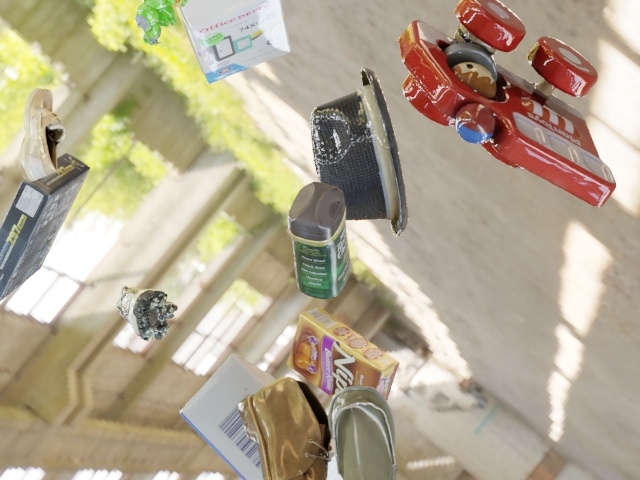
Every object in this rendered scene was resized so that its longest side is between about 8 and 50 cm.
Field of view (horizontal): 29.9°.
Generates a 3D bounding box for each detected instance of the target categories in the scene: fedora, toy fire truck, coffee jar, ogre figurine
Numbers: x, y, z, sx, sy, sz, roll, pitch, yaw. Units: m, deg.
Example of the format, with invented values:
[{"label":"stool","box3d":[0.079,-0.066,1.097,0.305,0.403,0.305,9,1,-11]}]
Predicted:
[{"label":"fedora","box3d":[0.065,-0.158,2.309,0.334,0.152,0.334,167,90,-88]},{"label":"toy fire truck","box3d":[0.245,-0.179,1.585,0.302,0.169,0.254,27,-153,-18]},{"label":"coffee jar","box3d":[0.000,0.000,1.819,0.079,0.096,0.184,13,144,16]},{"label":"ogre figurine","box3d":[-0.267,-0.424,2.035,0.097,0.197,0.118,45,-164,-2]}]

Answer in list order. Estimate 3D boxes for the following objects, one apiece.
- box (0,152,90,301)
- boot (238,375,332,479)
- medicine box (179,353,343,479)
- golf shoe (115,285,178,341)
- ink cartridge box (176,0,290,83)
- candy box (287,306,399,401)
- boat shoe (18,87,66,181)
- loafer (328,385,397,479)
[{"label":"box","box3d":[-0.498,-0.024,2.074,0.059,0.233,0.183,32,-158,1]},{"label":"boot","box3d":[-0.026,0.349,1.882,0.112,0.115,0.305,36,-156,-55]},{"label":"medicine box","box3d":[-0.083,0.367,2.205,0.263,0.149,0.289,42,177,19]},{"label":"golf shoe","box3d":[-0.380,0.146,2.499,0.120,0.105,0.273,24,170,4]},{"label":"ink cartridge box","box3d":[-0.195,-0.489,2.460,0.270,0.198,0.197,76,171,-74]},{"label":"candy box","box3d":[0.036,0.204,1.996,0.186,0.109,0.053,32,-148,29]},{"label":"boat shoe","box3d":[-0.415,-0.163,1.819,0.063,0.059,0.170,68,-163,-56]},{"label":"loafer","box3d":[0.071,0.319,1.681,0.087,0.094,0.251,-105,2,-66]}]
